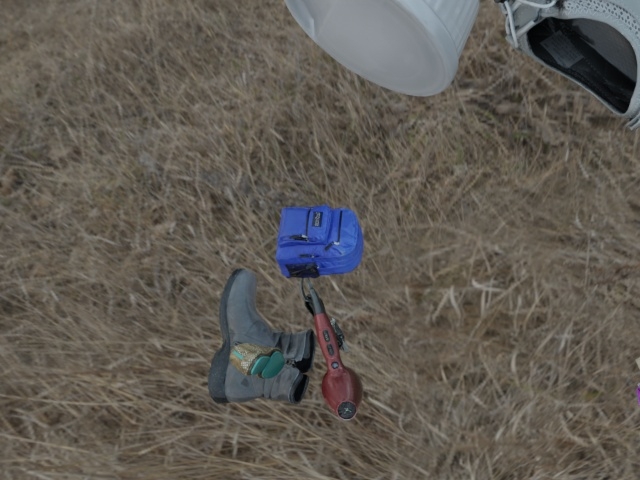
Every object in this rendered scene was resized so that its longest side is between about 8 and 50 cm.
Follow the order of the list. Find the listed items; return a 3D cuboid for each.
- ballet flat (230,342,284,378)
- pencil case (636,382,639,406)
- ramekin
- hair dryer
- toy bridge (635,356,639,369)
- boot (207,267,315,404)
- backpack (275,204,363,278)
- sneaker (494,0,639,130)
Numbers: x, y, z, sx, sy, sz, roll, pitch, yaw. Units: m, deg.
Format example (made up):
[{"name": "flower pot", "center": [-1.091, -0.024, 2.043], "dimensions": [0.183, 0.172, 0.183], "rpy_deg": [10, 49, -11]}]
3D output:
[{"name": "ballet flat", "center": [-0.124, 0.227, 1.589], "dimensions": [0.067, 0.206, 0.073], "rpy_deg": [31, 84, 16]}, {"name": "pencil case", "center": [0.512, 0.194, 1.201], "dimensions": [0.070, 0.064, 0.152], "rpy_deg": [29, 38, 15]}, {"name": "ramekin", "center": [0.088, -0.328, 1.104], "dimensions": [0.273, 0.273, 0.127], "rpy_deg": [29, 79, 18]}, {"name": "hair dryer", "center": [0.012, 0.222, 1.538], "dimensions": [0.080, 0.223, 0.293], "rpy_deg": [-26, 47, 3]}, {"name": "toy bridge", "center": [0.720, 0.203, 1.640], "dimensions": [0.188, 0.026, 0.063], "rpy_deg": [-36, 53, 29]}, {"name": "boot", "center": [-0.112, 0.212, 1.826], "dimensions": [0.223, 0.118, 0.338], "rpy_deg": [-6, 60, 18]}, {"name": "backpack", "center": [0.000, 0.000, 1.180], "dimensions": [0.120, 0.101, 0.097], "rpy_deg": [0, 62, 10]}, {"name": "sneaker", "center": [0.169, -0.199, 0.607], "dimensions": [0.281, 0.105, 0.115], "rpy_deg": [41, 62, 10]}]
